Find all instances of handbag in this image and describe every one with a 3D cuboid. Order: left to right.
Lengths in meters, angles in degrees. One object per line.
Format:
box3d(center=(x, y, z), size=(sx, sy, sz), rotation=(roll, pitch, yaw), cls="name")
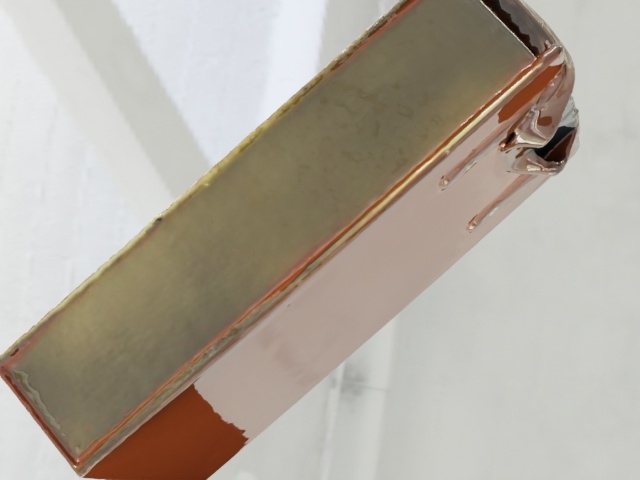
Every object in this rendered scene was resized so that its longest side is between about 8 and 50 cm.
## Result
box3d(center=(0.000, 0.000, 0.477), size=(0.190, 0.127, 0.063), rotation=(-41, -106, 3), cls="handbag")
